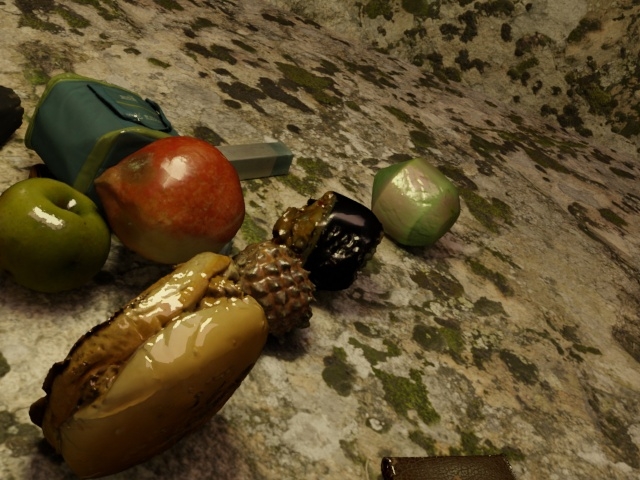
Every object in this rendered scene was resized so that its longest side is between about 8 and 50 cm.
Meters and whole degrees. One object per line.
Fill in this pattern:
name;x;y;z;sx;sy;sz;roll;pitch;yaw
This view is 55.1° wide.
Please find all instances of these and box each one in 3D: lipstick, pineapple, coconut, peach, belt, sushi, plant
lipstick;-0.208;-0.191;1.503;0.317;0.068;0.066;-13;49;-43
pineapple;-0.083;0.096;1.114;0.193;0.166;0.166;47;27;-21
coconut;0.228;-0.100;1.536;0.236;0.204;0.235;-2;71;7
peach;-0.268;-0.069;1.066;0.257;0.232;0.232;21;30;-32
belt;-0.546;-0.116;1.215;0.059;0.036;0.083;6;37;-37
sushi;-0.001;0.001;1.262;0.204;0.213;0.200;31;-3;-7
plant;-0.702;-0.239;1.194;0.164;0.141;0.256;28;29;3

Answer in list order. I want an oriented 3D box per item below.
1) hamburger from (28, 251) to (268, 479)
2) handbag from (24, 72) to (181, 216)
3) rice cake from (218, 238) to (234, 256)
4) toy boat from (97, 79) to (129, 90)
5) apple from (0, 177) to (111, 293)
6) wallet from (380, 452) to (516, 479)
hamburger;-0.214;0.166;0.791;0.174;0.304;0.284;47;47;14
handbag;-0.406;-0.182;1.214;0.241;0.222;0.263;43;22;26
rice cake;-0.218;0.071;1.135;0.066;0.063;0.336;16;34;-5
toy boat;-0.522;-0.365;1.555;0.137;0.060;0.061;20;14;-18
apple;-0.445;-0.005;1.002;0.197;0.156;0.196;28;21;-12
wallet;0.222;0.402;0.974;0.243;0.039;0.132;7;31;-24
